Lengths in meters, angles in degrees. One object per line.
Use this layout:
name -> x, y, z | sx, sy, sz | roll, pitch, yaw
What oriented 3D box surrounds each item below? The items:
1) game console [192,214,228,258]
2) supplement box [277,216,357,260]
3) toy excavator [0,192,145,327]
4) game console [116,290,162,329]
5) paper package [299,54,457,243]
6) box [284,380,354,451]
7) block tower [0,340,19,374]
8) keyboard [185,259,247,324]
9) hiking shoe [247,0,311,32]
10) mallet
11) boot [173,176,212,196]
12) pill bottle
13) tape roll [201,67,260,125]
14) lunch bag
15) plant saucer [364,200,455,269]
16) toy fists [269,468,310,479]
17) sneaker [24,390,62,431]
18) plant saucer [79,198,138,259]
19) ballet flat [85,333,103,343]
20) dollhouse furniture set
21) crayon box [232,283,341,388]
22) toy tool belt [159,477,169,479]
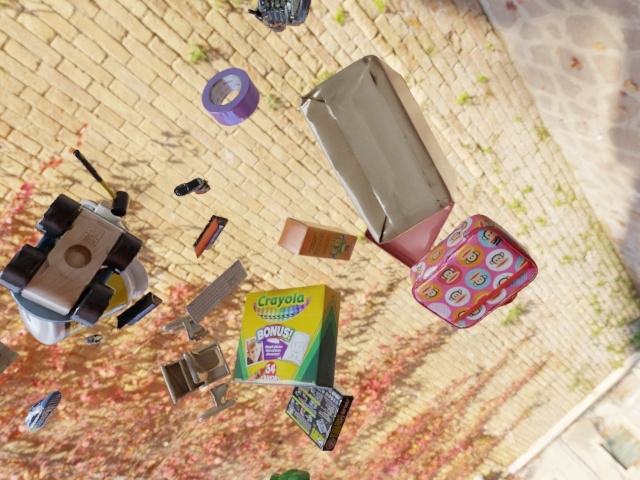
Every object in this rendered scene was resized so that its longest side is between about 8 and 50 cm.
game console -> -0.375, -0.008, 1.548 | 0.085, 0.144, 0.124 | 41, -168, 25
supplement box -> 0.000, 0.000, 1.126 | 0.080, 0.078, 0.233 | 23, -172, 33
toy excavator -> -0.652, 0.023, 1.204 | 0.222, 0.432, 0.445 | 35, 148, -25
game console -> -0.523, 0.215, 1.290 | 0.071, 0.122, 0.107 | 47, 171, 30
paper package -> 0.140, -0.188, 0.910 | 0.309, 0.168, 0.325 | 61, -158, -5
box -> -0.011, 0.625, 1.681 | 0.060, 0.216, 0.270 | 21, 179, -37
block tower -> -1.107, 0.293, 1.340 | 0.335, 0.091, 0.097 | 49, -153, -20
keyboard -> -0.337, 0.165, 1.458 | 0.014, 0.256, 0.072 | -9, 118, 44
hiking shoe -> -0.114, -0.644, 1.225 | 0.114, 0.086, 0.227 | 5, 179, -36
mallet -> -0.503, -0.140, 1.023 | 0.062, 0.039, 0.189 | -99, -7, -46
boot -> -0.464, -0.188, 1.617 | 0.045, 0.121, 0.099 | 63, 180, 7
pill bottle -> -0.715, 0.164, 1.369 | 0.188, 0.188, 0.334 | 43, -146, 11
tape roll -> -0.312, -0.499, 1.537 | 0.189, 0.189, 0.080 | 46, 179, 29
lunch bag -> 0.415, 0.099, 1.189 | 0.258, 0.293, 0.120 | 35, -153, -13
plant saucer -> 0.295, -0.064, 1.466 | 0.048, 0.258, 0.259 | 6, -156, -47
toy fists -> -0.084, 0.774, 1.198 | 0.096, 0.142, 0.279 | 58, -148, -49
sneaker -> -0.860, 0.517, 1.363 | 0.059, 0.144, 0.053 | 36, 177, 24
plant saucer -> -0.798, 0.028, 1.691 | 0.400, 0.400, 0.101 | 44, -138, 20
ballet flat -> -0.868, 0.381, 1.717 | 0.041, 0.041, 0.114 | 42, 174, 2
dollhouse furniture set -> -0.510, 0.514, 1.738 | 0.361, 0.257, 0.394 | 64, 167, 11
crayon box -> -0.115, 0.323, 1.483 | 0.106, 0.363, 0.312 | 30, -122, -47
toy tool belt -> -0.549, 0.885, 1.572 | 0.083, 0.052, 0.051 | 56, 155, 0
